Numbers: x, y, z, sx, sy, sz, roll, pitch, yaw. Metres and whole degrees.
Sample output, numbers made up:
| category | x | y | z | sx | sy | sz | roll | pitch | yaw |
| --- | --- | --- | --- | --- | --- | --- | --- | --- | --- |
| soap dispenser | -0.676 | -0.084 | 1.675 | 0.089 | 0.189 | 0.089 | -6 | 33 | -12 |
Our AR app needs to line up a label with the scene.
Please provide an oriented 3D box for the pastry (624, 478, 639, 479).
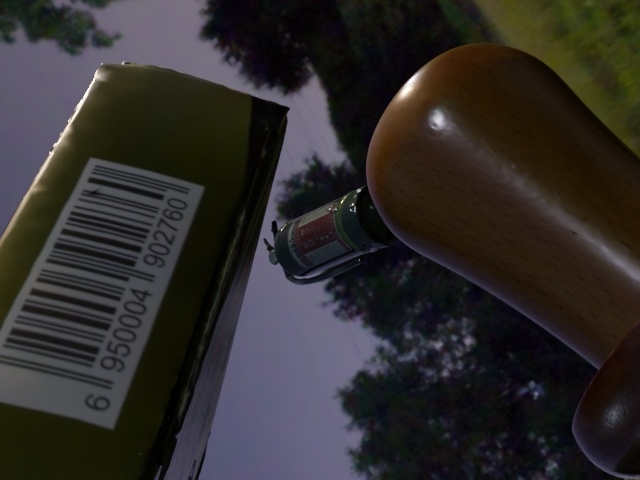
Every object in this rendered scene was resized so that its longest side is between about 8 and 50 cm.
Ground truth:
| category | x | y | z | sx | sy | sz | roll | pitch | yaw |
| --- | --- | --- | --- | --- | --- | --- | --- | --- | --- |
| pastry | 0.512 | 0.191 | 0.912 | 0.388 | 0.389 | 0.312 | -91 | 5 | -72 |

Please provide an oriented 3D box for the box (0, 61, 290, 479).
| category | x | y | z | sx | sy | sz | roll | pitch | yaw |
| --- | --- | --- | --- | --- | --- | --- | --- | --- | --- |
| box | -0.156 | 0.149 | 0.606 | 0.138 | 0.420 | 0.373 | 17 | -132 | -2 |

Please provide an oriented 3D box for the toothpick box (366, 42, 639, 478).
| category | x | y | z | sx | sy | sz | roll | pitch | yaw |
| --- | --- | --- | --- | --- | --- | --- | --- | --- | --- |
| toothpick box | 0.168 | 0.007 | 0.535 | 0.294 | 0.192 | 0.192 | 44 | -178 | 32 |

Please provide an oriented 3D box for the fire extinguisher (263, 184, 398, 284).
| category | x | y | z | sx | sy | sz | roll | pitch | yaw |
| --- | --- | --- | --- | --- | --- | --- | --- | --- | --- |
| fire extinguisher | 0.000 | 0.000 | 1.283 | 0.093 | 0.294 | 0.118 | -8 | -99 | -38 |
